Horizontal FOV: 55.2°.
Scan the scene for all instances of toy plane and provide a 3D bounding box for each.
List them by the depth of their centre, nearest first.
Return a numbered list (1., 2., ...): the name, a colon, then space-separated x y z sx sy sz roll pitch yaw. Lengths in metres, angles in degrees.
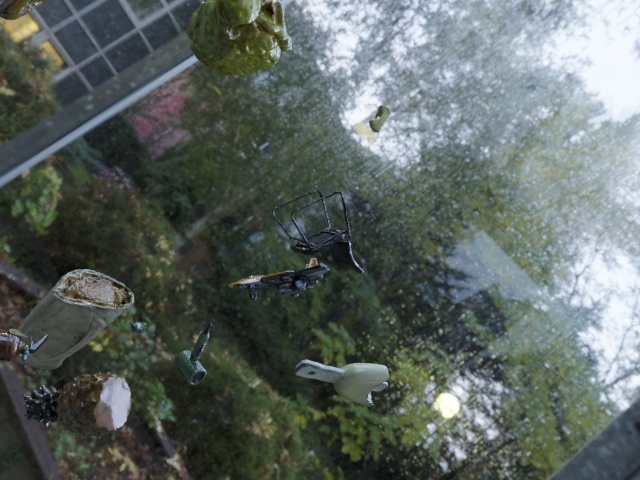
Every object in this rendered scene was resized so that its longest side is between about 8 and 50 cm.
1. toy plane: -0.140 0.144 2.009 0.103 0.315 0.204 69 -26 17

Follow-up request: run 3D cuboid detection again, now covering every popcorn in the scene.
1. popcorn: -0.174 -0.486 1.423 0.285 0.225 0.174 -12 -103 56

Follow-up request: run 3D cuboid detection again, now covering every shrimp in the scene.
1. shrimp: -0.556 -0.534 1.245 0.063 0.287 0.152 53 29 -24

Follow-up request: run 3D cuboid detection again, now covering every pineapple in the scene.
1. pineapple: -0.604 0.392 1.478 0.157 0.278 0.158 -4 90 -71

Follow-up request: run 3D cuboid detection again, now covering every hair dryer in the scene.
1. hair dryer: -0.266 0.234 1.321 0.047 0.150 0.071 -2 35 -49

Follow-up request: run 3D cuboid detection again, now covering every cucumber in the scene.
1. cucumber: -0.604 0.289 2.036 0.039 0.039 0.168 53 -8 2

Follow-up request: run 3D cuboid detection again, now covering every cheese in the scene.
1. cheese: 0.049 0.295 1.311 0.234 0.127 0.050 19 44 -27
2. cheese: 0.161 -0.336 1.681 0.030 0.083 0.044 8 -29 50

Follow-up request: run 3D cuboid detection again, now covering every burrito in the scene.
1. burrito: -0.550 0.170 1.328 0.143 0.299 0.105 40 26 -26

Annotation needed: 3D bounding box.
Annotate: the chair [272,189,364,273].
1. chair: 0.000 0.000 1.510 0.140 0.145 0.221 15 -51 65

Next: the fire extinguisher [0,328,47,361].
1. fire extinguisher: -0.499 0.148 0.898 0.062 0.177 0.050 -110 -144 -53
